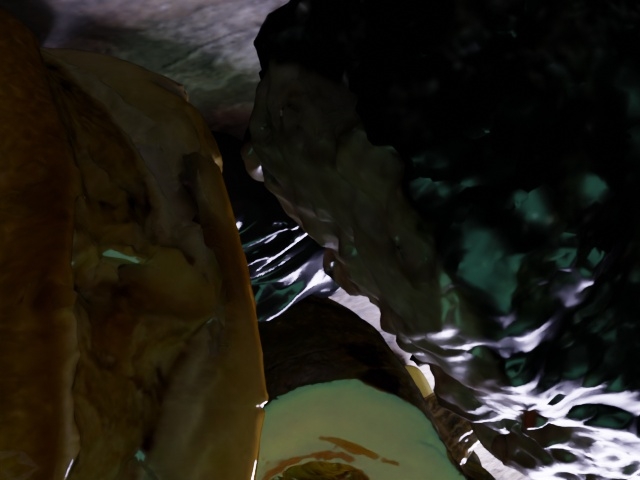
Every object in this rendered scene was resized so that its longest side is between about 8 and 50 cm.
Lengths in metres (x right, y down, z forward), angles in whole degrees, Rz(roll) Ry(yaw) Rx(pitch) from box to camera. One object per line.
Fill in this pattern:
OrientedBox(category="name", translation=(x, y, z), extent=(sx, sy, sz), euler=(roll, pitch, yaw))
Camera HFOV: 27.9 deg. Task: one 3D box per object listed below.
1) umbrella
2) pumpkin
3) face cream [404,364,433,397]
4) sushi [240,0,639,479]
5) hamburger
OrientedBox(category="umbrella", translation=(0.000, 0.000, 0.728), extent=(0.272, 0.110, 0.122), euler=(3, -173, -31))
OrientedBox(category="pumpkin", translation=(0.037, 0.169, 0.919), extent=(0.222, 0.139, 0.317), euler=(-35, 111, 5))
OrientedBox(category="face cream", translation=(0.020, 0.230, 1.131), extent=(0.179, 0.218, 0.218), euler=(-11, 158, -5))
OrientedBox(category="sushi", translation=(0.095, -0.006, 0.560), extent=(0.171, 0.211, 0.350), euler=(-38, 144, -1))
OrientedBox(category="hamburger", translation=(-0.160, 0.058, 0.537), extent=(0.314, 0.290, 0.170), euler=(-27, 150, 36))
